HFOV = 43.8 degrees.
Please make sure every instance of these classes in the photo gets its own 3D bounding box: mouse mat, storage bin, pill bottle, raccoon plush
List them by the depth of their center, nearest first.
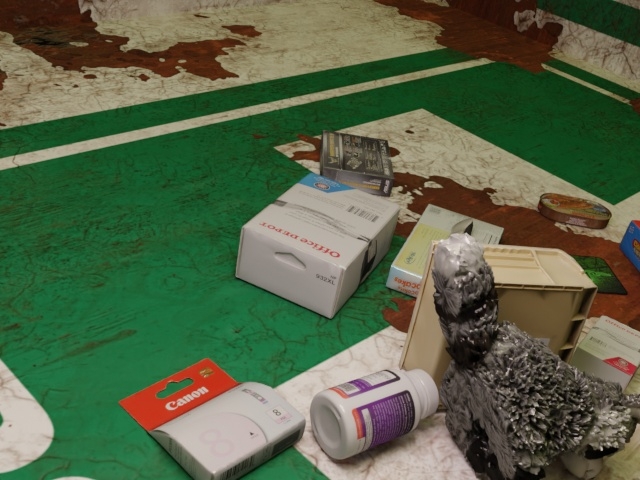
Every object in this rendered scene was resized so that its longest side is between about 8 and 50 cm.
[{"bbox_3d":[0.359,0.179,1.214,0.299,0.446,0.216,-17,27,-19],"label":"raccoon plush"},{"bbox_3d":[0.090,0.265,1.259,0.193,0.108,0.108,-12,38,-33],"label":"pill bottle"},{"bbox_3d":[0.299,0.149,1.360,0.260,0.262,0.123,3,28,-14],"label":"storage bin"},{"bbox_3d":[0.597,0.074,1.839,0.189,0.007,0.152,4,32,-10],"label":"mouse mat"}]

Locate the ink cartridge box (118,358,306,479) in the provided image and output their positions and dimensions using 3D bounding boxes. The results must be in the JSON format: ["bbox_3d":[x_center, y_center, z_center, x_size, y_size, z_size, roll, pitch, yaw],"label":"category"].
[{"bbox_3d":[-0.168,0.263,1.230,0.232,0.066,0.189,38,40,29],"label":"ink cartridge box"}]

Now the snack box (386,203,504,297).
[{"bbox_3d":[0.279,0.034,1.742,0.187,0.060,0.322,20,32,13],"label":"snack box"}]

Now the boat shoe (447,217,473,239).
[{"bbox_3d":[0.310,-0.013,1.733,0.046,0.038,0.125,-23,12,26],"label":"boat shoe"}]

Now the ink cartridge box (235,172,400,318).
[{"bbox_3d":[0.000,0.000,1.636,0.223,0.129,0.307,22,33,16],"label":"ink cartridge box"}]

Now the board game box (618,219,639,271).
[{"bbox_3d":[0.918,0.073,1.870,0.302,0.086,0.308,3,32,-14],"label":"board game box"}]

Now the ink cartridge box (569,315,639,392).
[{"bbox_3d":[0.559,0.220,1.534,0.109,0.063,0.150,28,34,26],"label":"ink cartridge box"}]

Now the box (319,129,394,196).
[{"bbox_3d":[0.090,-0.202,2.064,0.183,0.056,0.231,8,31,-6],"label":"box"}]

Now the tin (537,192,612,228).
[{"bbox_3d":[0.660,-0.076,2.074,0.189,0.040,0.106,11,27,-1],"label":"tin"}]
